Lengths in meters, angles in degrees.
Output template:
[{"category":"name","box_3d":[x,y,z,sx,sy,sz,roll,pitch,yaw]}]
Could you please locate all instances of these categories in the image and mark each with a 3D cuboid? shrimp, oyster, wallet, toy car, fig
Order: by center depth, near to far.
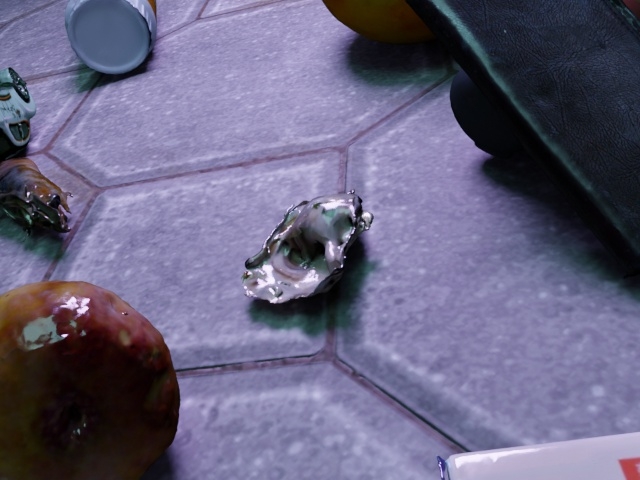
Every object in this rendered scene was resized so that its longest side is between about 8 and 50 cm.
[{"category":"fig","box_3d":[-0.216,0.111,0.493,0.257,0.159,0.159,-1,36,51]},{"category":"wallet","box_3d":[0.225,-0.135,0.555,0.172,0.045,0.318,-29,73,-15]},{"category":"oyster","box_3d":[0.001,-0.002,0.599,0.108,0.053,0.165,-7,41,44]},{"category":"shrimp","box_3d":[-0.411,-0.036,0.806,0.169,0.058,0.296,-41,38,-20]},{"category":"toy car","box_3d":[-0.495,-0.160,0.909,0.136,0.125,0.306,-26,20,-1]}]

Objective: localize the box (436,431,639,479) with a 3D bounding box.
[{"category":"box","box_3d":[0.133,0.210,0.257,0.135,0.079,0.269,-9,38,9]}]

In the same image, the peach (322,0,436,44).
[{"category":"peach","box_3d":[0.128,-0.429,0.913,0.308,0.307,0.332,-3,25,18]}]

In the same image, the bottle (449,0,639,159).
[{"category":"bottle","box_3d":[0.283,-0.207,0.682,0.336,0.144,0.144,-36,41,-20]}]

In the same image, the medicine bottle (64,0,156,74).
[{"category":"medicine bottle","box_3d":[-0.391,-0.436,1.215,0.158,0.158,0.318,-18,36,-1]}]
